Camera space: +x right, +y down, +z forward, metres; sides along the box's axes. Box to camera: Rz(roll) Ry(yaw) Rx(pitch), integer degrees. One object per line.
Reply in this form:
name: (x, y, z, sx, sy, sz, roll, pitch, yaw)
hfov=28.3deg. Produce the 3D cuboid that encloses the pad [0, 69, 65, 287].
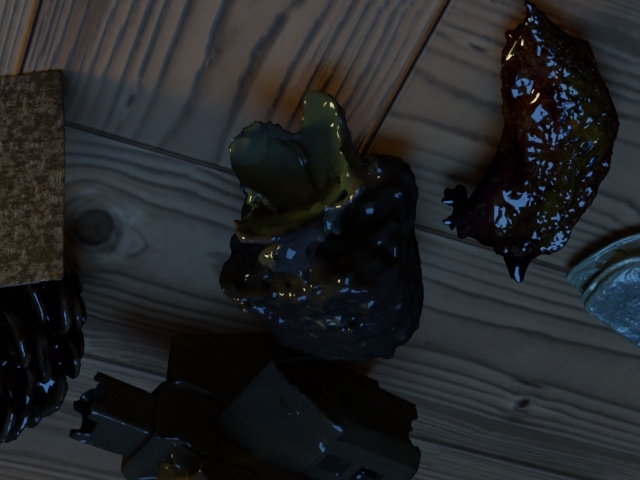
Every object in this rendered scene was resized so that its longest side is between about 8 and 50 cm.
pad: (-0.286, -0.034, 0.866, 0.235, 0.158, 0.003, -7, 159, 7)

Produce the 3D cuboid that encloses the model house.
model house: (-0.069, 0.158, 1.009, 0.243, 0.211, 0.204, 25, 129, -22)

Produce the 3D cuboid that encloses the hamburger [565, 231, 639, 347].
hamburger: (0.262, 0.037, 0.994, 0.121, 0.054, 0.084, 28, 131, -16)

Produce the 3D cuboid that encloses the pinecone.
pinecone: (-0.264, 0.074, 0.932, 0.179, 0.204, 0.184, -12, 121, 22)

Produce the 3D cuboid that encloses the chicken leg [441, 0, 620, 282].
chicken leg: (0.152, -0.060, 0.892, 0.105, 0.063, 0.234, 6, 133, -12)

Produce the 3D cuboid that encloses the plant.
plant: (0.000, 0.000, 0.899, 0.131, 0.142, 0.203, 6, 141, 17)
